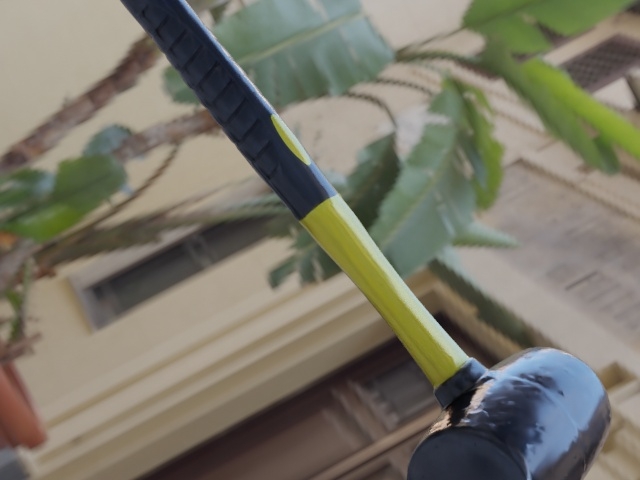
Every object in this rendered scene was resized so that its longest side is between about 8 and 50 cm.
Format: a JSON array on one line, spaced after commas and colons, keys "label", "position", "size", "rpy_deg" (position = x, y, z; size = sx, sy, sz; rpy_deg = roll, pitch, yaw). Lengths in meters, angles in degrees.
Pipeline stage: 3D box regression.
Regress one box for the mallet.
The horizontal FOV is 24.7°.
[{"label": "mallet", "position": [0.000, 0.000, 0.379], "size": [0.189, 0.039, 0.062], "rpy_deg": [47, 34, -2]}]
